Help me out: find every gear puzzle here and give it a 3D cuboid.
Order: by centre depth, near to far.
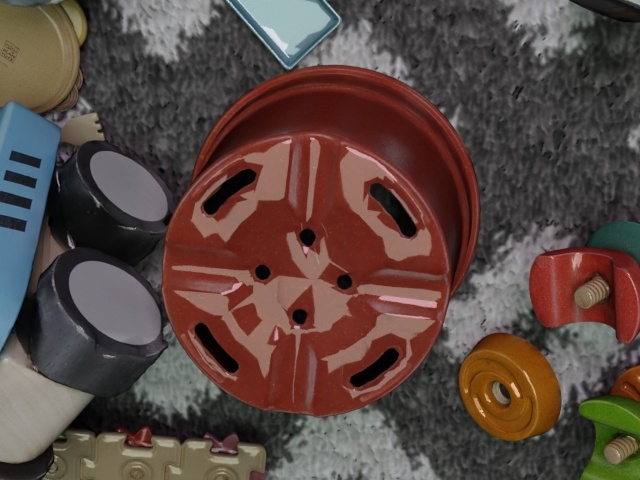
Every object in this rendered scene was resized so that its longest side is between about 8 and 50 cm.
[{"bbox_3d":[-0.223,0.248,0.981,0.338,0.044,0.175,5,109,-2],"label":"gear puzzle"}]

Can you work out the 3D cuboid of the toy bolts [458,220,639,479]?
[{"bbox_3d":[0.252,0.085,0.905,0.218,0.158,0.229,18,119,43],"label":"toy bolts"}]

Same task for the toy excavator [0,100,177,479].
[{"bbox_3d":[-0.359,-0.058,0.829,0.445,0.433,0.222,31,120,-28],"label":"toy excavator"}]

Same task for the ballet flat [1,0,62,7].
[{"bbox_3d":[-0.149,-0.372,0.821,0.147,0.147,0.409,21,102,1],"label":"ballet flat"}]

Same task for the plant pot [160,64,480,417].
[{"bbox_3d":[0.000,0.000,0.817,0.272,0.265,0.272,1,101,5],"label":"plant pot"}]

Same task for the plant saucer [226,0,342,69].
[{"bbox_3d":[-0.067,-0.244,0.900,0.067,0.018,0.192,-41,96,12],"label":"plant saucer"}]

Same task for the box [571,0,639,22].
[{"bbox_3d":[0.271,-0.284,0.775,0.056,0.183,0.231,21,102,1],"label":"box"}]

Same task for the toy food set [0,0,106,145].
[{"bbox_3d":[-0.270,-0.175,0.929,0.132,0.038,0.192,-10,107,14],"label":"toy food set"}]
